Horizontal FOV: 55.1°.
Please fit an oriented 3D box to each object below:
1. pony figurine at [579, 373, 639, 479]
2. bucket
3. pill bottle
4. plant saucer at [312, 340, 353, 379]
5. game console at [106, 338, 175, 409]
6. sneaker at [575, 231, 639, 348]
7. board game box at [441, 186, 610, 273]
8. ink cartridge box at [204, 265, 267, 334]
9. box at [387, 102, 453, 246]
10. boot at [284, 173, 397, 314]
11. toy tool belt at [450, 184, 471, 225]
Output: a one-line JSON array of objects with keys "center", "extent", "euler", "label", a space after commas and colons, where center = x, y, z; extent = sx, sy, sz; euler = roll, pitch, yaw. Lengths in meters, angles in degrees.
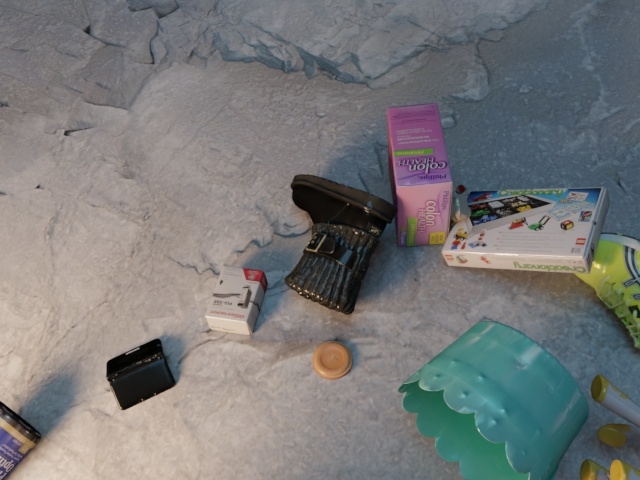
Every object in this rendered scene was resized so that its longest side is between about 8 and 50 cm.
[{"center": [0.592, 0.389, 0.911], "extent": [0.364, 0.302, 0.351], "euler": [19, 32, 4], "label": "pony figurine"}, {"center": [0.292, 0.284, 1.032], "extent": [0.183, 0.281, 0.281], "euler": [-39, 58, -20], "label": "bucket"}, {"center": [-0.651, 0.420, 1.150], "extent": [0.123, 0.122, 0.219], "euler": [26, 62, 24], "label": "pill bottle"}, {"center": [0.025, 0.243, 1.253], "extent": [0.084, 0.013, 0.083], "euler": [-4, 54, 5], "label": "plant saucer"}, {"center": [-0.378, 0.278, 1.286], "extent": [0.122, 0.071, 0.107], "euler": [-24, 24, -10], "label": "game console"}, {"center": [0.630, 0.120, 1.179], "extent": [0.147, 0.145, 0.385], "euler": [-40, 57, -21], "label": "sneaker"}, {"center": [0.430, -0.026, 1.299], "extent": [0.305, 0.053, 0.193], "euler": [2, 50, 40], "label": "board game box"}, {"center": [-0.182, 0.129, 1.340], "extent": [0.099, 0.056, 0.135], "euler": [6, 54, 11], "label": "ink cartridge box"}, {"center": [0.219, -0.147, 1.389], "extent": [0.117, 0.213, 0.243], "euler": [-5, 54, 4], "label": "box"}, {"center": [-0.003, -0.001, 1.369], "extent": [0.348, 0.131, 0.260], "euler": [24, 89, 56], "label": "boot"}, {"center": [0.302, -0.079, 1.369], "extent": [0.052, 0.051, 0.083], "euler": [13, 63, -25], "label": "toy tool belt"}]
